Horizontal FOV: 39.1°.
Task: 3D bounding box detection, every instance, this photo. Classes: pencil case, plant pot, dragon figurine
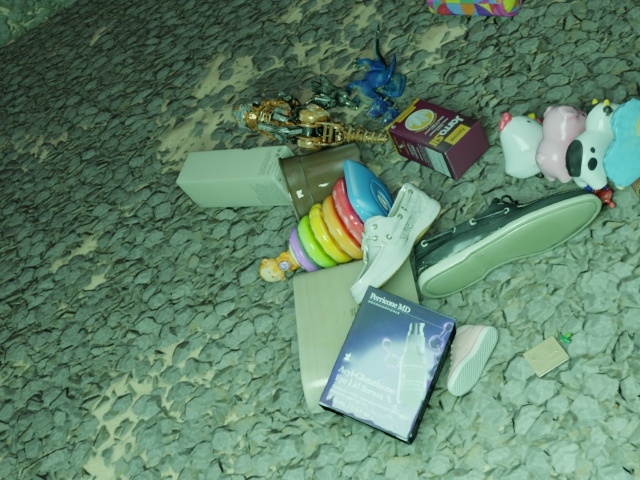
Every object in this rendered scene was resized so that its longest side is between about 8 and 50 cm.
[{"bbox_3d":[0.361,-0.584,2.137,0.236,0.104,0.104,19,61,41],"label":"pencil case"},{"bbox_3d":[0.017,-0.120,1.849,0.165,0.167,0.167,-20,41,3],"label":"plant pot"},{"bbox_3d":[0.145,-0.373,2.067,0.144,0.085,0.289,3,56,32],"label":"dragon figurine"}]

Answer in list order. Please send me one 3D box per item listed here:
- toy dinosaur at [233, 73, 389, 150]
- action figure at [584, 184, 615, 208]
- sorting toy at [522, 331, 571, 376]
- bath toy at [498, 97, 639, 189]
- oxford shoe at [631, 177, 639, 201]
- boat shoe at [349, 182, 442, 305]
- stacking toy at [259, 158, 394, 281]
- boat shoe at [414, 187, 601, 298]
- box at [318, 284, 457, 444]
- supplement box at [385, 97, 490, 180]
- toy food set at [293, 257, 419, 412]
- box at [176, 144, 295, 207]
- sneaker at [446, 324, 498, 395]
[{"bbox_3d":[-0.019,-0.242,1.939,0.322,0.164,0.218,34,27,10],"label":"toy dinosaur"},{"bbox_3d":[0.490,-0.094,1.615,0.038,0.030,0.115,-36,45,4],"label":"action figure"},{"bbox_3d":[0.370,0.178,1.430,0.083,0.012,0.062,-33,35,4],"label":"sorting toy"},{"bbox_3d":[0.435,-0.181,1.584,0.151,0.129,0.348,-42,20,-15],"label":"bath toy"},{"bbox_3d":[0.626,-0.142,1.403,0.123,0.348,0.130,9,50,-14],"label":"oxford shoe"},{"bbox_3d":[0.111,0.000,1.584,0.277,0.096,0.098,-52,5,-40],"label":"boat shoe"},{"bbox_3d":[0.000,0.000,1.757,0.302,0.175,0.166,-31,36,19],"label":"stacking toy"},{"bbox_3d":[0.314,-0.020,1.578,0.340,0.127,0.113,-31,51,16],"label":"boat shoe"},{"bbox_3d":[0.110,0.197,1.425,0.153,0.108,0.207,20,78,14],"label":"box"},{"bbox_3d":[0.238,-0.210,1.849,0.104,0.081,0.188,-44,42,-14],"label":"supplement box"},{"bbox_3d":[0.073,0.155,1.600,0.219,0.092,0.306,-13,44,5],"label":"toy food set"},{"bbox_3d":[-0.176,-0.140,2.015,0.275,0.113,0.094,1,58,31],"label":"box"},{"bbox_3d":[0.231,0.192,1.478,0.070,0.051,0.134,10,57,47],"label":"sneaker"}]
